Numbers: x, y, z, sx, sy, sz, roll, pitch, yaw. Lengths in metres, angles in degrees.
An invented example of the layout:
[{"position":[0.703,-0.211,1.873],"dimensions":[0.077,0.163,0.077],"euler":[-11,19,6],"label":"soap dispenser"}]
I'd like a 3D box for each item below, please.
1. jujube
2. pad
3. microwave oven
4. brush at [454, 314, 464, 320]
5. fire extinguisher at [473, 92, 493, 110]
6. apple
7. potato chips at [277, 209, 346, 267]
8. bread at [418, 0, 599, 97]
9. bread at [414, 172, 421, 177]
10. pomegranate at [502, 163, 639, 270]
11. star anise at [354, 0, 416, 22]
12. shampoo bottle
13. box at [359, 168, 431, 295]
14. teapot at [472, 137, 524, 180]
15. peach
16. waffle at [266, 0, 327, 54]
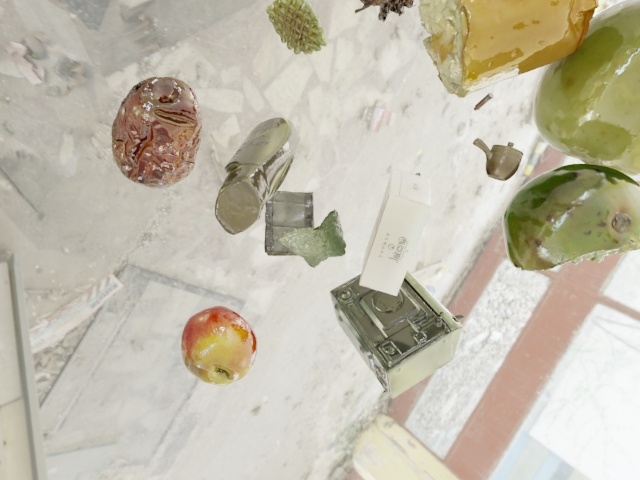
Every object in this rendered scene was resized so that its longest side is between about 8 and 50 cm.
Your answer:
[{"position":[-0.392,-0.257,1.059],"dimensions":[0.216,0.216,0.342],"euler":[-24,173,-34],"label":"jujube"},{"position":[-0.101,-0.060,1.459],"dimensions":[0.174,0.022,0.233],"euler":[2,73,-11],"label":"pad"},{"position":[0.265,0.295,1.583],"dimensions":[0.333,0.394,0.247],"euler":[-27,137,-15],"label":"microwave oven"},{"position":[0.492,0.332,1.748],"dimensions":[0.193,0.016,0.063],"euler":[-17,109,-8],"label":"brush"},{"position":[0.561,-0.474,1.498],"dimensions":[0.028,0.022,0.083],"euler":[16,149,-22],"label":"fire extinguisher"},{"position":[0.819,-0.396,1.143],"dimensions":[0.473,0.473,0.474],"euler":[-25,131,-33],"label":"apple"},{"position":[-0.006,-0.005,1.115],"dimensions":[0.228,0.059,0.167],"euler":[-23,138,-39],"label":"potato chips"},{"position":[0.444,-0.588,1.040],"dimensions":[0.394,0.361,0.250],"euler":[-18,155,12],"label":"bread"},{"position":[0.326,-0.172,1.594],"dimensions":[0.156,0.103,0.110],"euler":[-50,125,-46],"label":"bread"},{"position":[0.557,-0.065,1.015],"dimensions":[0.309,0.358,0.216],"euler":[-17,98,-8],"label":"pomegranate"},{"position":[0.243,-0.852,1.490],"dimensions":[0.190,0.126,0.220],"euler":[4,144,-16],"label":"star anise"},{"position":[-0.103,-0.122,0.727],"dimensions":[0.125,0.350,0.084],"euler":[-26,114,16],"label":"shampoo bottle"},{"position":[0.200,-0.024,1.165],"dimensions":[0.203,0.116,0.274],"euler":[-68,174,-62],"label":"box"},{"position":[0.362,-0.176,0.911],"dimensions":[0.110,0.085,0.080],"euler":[19,95,-10],"label":"teapot"},{"position":[-0.254,0.262,1.103],"dimensions":[0.190,0.192,0.190],"euler":[-6,139,-5],"label":"peach"},{"position":[-0.068,-0.630,1.277],"dimensions":[0.183,0.169,0.036],"euler":[48,60,-41],"label":"waffle"}]
